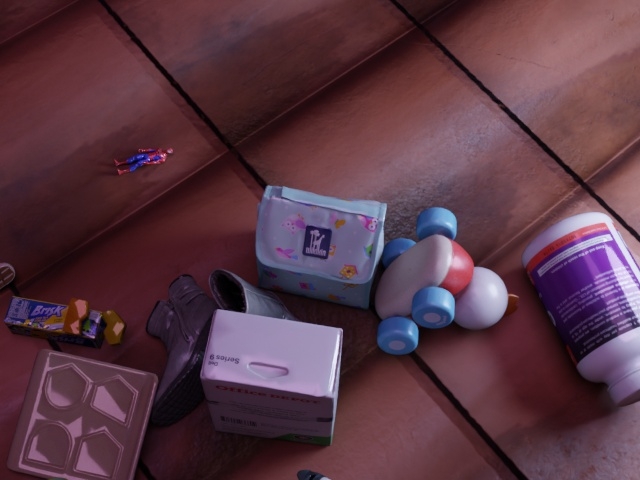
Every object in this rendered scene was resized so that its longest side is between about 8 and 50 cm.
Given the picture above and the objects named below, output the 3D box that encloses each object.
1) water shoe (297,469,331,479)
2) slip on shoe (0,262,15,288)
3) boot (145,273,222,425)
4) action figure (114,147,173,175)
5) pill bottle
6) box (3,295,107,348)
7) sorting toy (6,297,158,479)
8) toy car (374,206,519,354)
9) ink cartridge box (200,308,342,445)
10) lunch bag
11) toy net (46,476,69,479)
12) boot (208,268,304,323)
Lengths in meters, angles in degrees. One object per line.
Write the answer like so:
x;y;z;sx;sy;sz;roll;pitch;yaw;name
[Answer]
-0.052;0.476;1.684;0.080;0.073;0.203;20;62;38;water shoe
-0.626;0.083;1.870;0.135;0.051;0.041;-37;30;-9;slip on shoe
-0.256;0.193;1.807;0.161;0.083;0.246;29;84;37;boot
-0.346;-0.161;2.004;0.115;0.030;0.038;-18;60;-12;action figure
0.500;0.122;1.798;0.181;0.181;0.323;-18;65;-10;pill bottle
-0.474;0.147;1.829;0.168;0.059;0.054;10;65;4;box
-0.395;0.265;1.755;0.229;0.041;0.307;11;78;8;sorting toy
0.241;0.104;1.829;0.238;0.210;0.219;25;47;-20;toy car
-0.074;0.232;1.669;0.211;0.289;0.122;8;64;2;ink cartridge box
0.000;0.000;1.802;0.223;0.262;0.160;12;64;3;lunch bag
-0.477;0.502;1.664;0.232;0.045;0.122;-41;105;-14;toy net
-0.091;0.135;1.760;0.189;0.208;0.076;41;87;21;boot
